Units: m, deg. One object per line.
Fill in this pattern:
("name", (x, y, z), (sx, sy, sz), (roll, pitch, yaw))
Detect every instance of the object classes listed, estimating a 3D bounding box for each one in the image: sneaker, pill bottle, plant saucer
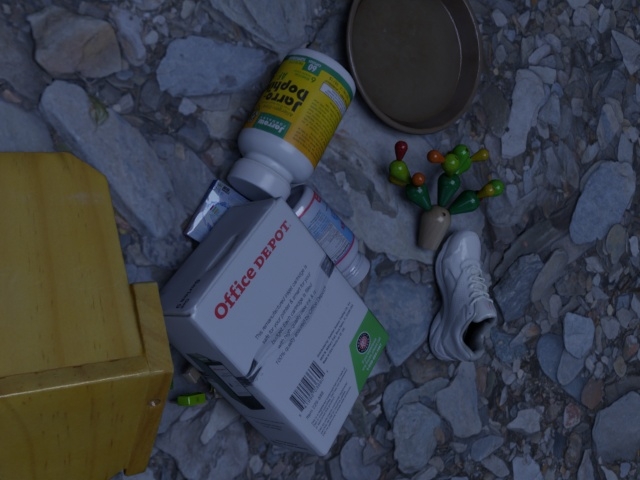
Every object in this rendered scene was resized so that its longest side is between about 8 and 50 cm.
("sneaker", (0.256, 0.095, 1.148), (0.090, 0.115, 0.232), (3, 91, -31))
("pill bottle", (0.000, 0.000, 1.011), (0.160, 0.087, 0.087), (46, 70, -24))
("plant saucer", (0.151, -0.311, 1.113), (0.277, 0.041, 0.278), (-2, 94, -30))
("pill bottle", (-0.044, -0.154, 0.959), (0.117, 0.117, 0.209), (35, 75, -27))

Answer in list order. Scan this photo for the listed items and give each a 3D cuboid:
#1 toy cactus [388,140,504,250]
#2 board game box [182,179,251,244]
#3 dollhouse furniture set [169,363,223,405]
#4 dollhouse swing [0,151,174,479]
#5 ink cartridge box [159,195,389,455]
("toy cactus", (0.195, -0.076, 1.131), (0.218, 0.112, 0.181), (6, 108, -33))
("board game box", (-0.135, -0.025, 0.969), (0.090, 0.020, 0.090), (35, 73, -27))
("dollhouse furniture set", (-0.176, 0.187, 0.953), (0.151, 0.058, 0.076), (2, 84, -50))
("dollhouse swing", (-0.393, 0.110, 0.801), (0.346, 0.305, 0.315), (-5, 136, -31))
("ink cartridge box", (-0.061, 0.115, 0.925), (0.289, 0.121, 0.211), (53, 54, -27))
